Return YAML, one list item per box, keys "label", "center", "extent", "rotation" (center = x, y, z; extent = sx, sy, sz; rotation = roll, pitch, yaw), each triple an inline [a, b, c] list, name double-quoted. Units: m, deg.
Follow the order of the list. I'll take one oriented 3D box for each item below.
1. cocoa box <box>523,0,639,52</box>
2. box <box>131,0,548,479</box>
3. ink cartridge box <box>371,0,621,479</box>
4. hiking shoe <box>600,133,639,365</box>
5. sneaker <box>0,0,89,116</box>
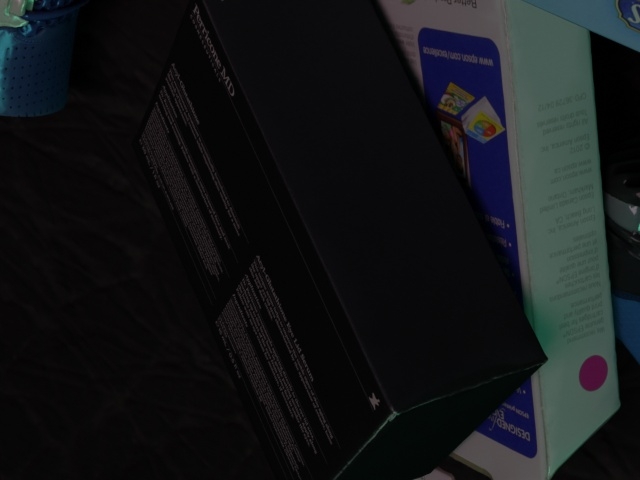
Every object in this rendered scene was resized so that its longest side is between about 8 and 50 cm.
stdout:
- label: "cocoa box"
  center: [0.177, -0.229, 0.763]
  extent: [0.347, 0.228, 0.231]
  rotation: [26, 139, 11]
- label: "box"
  center: [0.000, 0.000, 1.008]
  extent: [0.261, 0.103, 0.184]
  rotation: [66, 157, 17]
- label: "ink cartridge box"
  center: [0.086, -0.014, 1.012]
  extent: [0.175, 0.069, 0.371]
  rotation: [22, 121, 58]
- label: "hiking shoe"
  center: [0.264, 0.067, 0.971]
  extent: [0.304, 0.113, 0.132]
  rotation: [41, 135, 21]
- label: "sneaker"
  center: [-0.161, -0.220, 1.087]
  extent: [0.182, 0.127, 0.316]
  rotation: [14, 113, 28]
